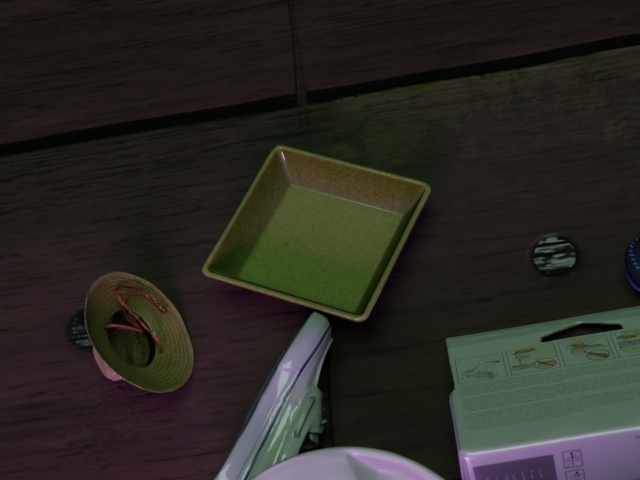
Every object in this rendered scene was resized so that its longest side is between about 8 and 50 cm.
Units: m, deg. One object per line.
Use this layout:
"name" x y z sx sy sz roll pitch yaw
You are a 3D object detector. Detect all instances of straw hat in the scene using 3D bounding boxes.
"straw hat" -0.202 0.108 1.402 0.061 0.144 0.144 -40 50 32

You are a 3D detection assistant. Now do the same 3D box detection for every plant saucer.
"plant saucer" 0.000 0.000 1.436 0.188 0.045 0.188 16 57 20

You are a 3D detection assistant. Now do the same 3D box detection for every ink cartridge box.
"ink cartridge box" 0.258 0.143 1.267 0.275 0.060 0.239 -10 19 5

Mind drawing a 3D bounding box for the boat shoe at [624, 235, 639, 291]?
"boat shoe" 0.424 -0.022 1.346 0.258 0.089 0.109 -20 56 -2

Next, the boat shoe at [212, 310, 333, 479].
"boat shoe" -0.033 0.179 1.331 0.076 0.083 0.226 31 68 -3

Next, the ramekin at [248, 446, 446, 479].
"ramekin" 0.025 0.326 1.186 0.273 0.127 0.273 -5 58 8
